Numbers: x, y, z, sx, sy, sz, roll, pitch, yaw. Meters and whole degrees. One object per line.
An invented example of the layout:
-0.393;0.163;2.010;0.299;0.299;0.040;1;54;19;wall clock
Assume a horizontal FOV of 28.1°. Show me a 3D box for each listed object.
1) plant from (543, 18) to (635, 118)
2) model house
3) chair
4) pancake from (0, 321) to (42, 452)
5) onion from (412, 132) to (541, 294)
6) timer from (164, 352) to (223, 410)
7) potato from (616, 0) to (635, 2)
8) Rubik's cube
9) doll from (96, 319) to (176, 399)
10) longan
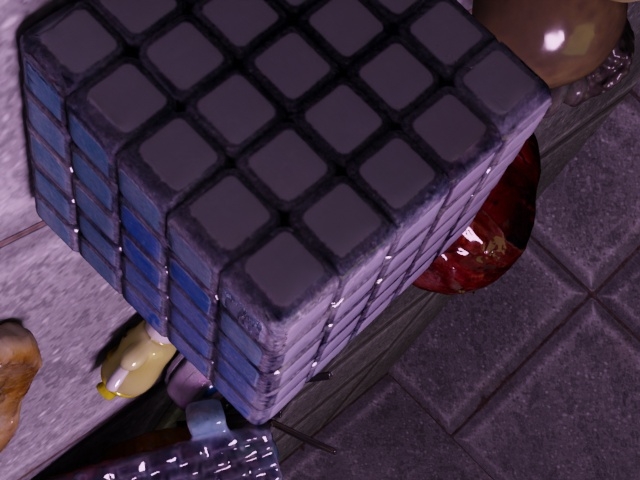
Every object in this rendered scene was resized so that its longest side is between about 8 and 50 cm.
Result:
0.321;-0.242;1.682;0.149;0.146;0.274;-49;169;32;plant
-0.216;0.353;1.666;0.360;0.297;0.339;-14;129;-3;model house
-0.120;0.296;2.034;0.159;0.247;0.172;-29;121;-56;chair
-0.342;0.180;1.070;0.282;0.049;0.282;-45;167;-13;pancake
0.188;-0.066;1.703;0.281;0.281;0.221;-40;-149;-26;onion
-0.113;0.137;1.691;0.208;0.069;0.191;-47;169;5;timer
0.304;-0.322;1.166;0.351;0.218;0.202;-4;-177;-44;potato
-0.030;-0.057;0.836;0.238;0.237;0.237;-42;168;-21;Rubik's cube
-0.178;0.105;1.354;0.162;0.062;0.106;-49;177;27;doll
0.248;-0.257;1.341;0.204;0.159;0.185;-57;166;-11;longan
